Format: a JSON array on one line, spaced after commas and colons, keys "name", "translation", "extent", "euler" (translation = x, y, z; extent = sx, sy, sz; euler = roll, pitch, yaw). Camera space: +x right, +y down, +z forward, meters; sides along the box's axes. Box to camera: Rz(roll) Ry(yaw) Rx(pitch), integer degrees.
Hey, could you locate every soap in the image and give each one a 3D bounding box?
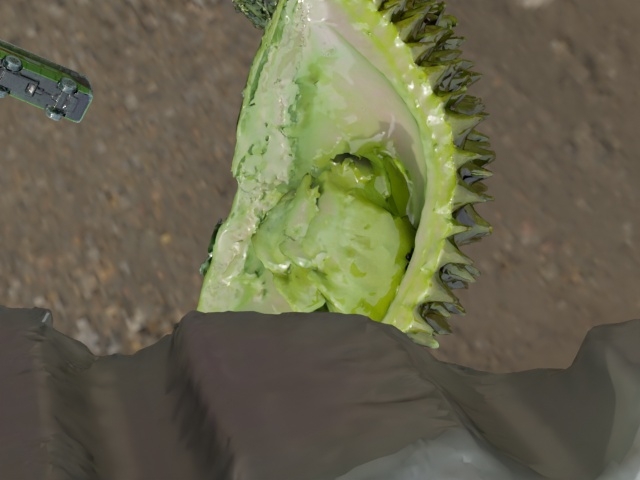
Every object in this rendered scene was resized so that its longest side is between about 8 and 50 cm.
[{"name": "soap", "translation": [-0.043, 0.088, 0.488], "extent": [0.257, 0.302, 0.159], "euler": [-18, 108, -7]}]

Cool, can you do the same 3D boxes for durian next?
[{"name": "durian", "translation": [0.006, 0.007, 1.154], "extent": [0.169, 0.157, 0.355], "euler": [21, 98, -4]}]

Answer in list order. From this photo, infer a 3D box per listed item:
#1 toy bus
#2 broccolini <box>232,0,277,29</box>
[{"name": "toy bus", "translation": [-0.206, -0.115, 1.409], "extent": [0.083, 0.037, 0.031], "euler": [22, 118, -17]}, {"name": "broccolini", "translation": [-0.103, -0.246, 1.599], "extent": [0.051, 0.054, 0.239], "euler": [-15, 140, 42]}]
